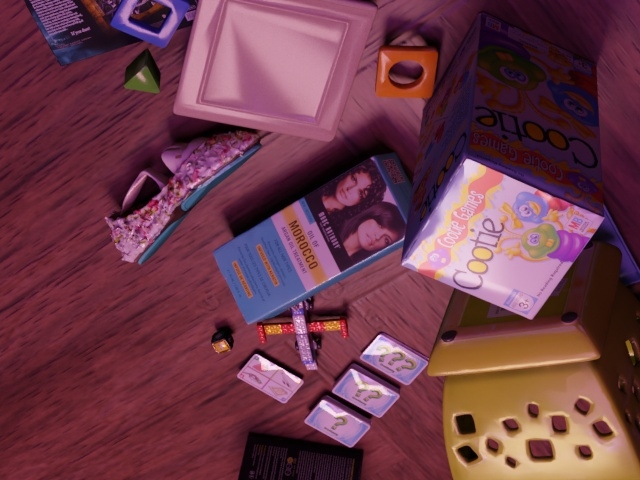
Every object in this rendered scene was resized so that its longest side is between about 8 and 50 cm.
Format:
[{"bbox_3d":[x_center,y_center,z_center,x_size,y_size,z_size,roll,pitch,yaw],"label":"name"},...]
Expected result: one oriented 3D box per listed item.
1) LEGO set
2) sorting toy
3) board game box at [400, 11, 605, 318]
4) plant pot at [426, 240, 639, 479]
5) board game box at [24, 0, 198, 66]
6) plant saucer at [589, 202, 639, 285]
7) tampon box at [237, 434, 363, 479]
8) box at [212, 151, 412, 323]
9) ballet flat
[{"bbox_3d":[-0.012,0.160,1.674,0.244,0.060,0.182,32,122,-13],"label":"LEGO set"},{"bbox_3d":[-0.049,-0.197,1.405,0.347,0.047,0.196,10,133,-12],"label":"sorting toy"},{"bbox_3d":[0.183,-0.080,1.318,0.142,0.275,0.144,23,128,-7],"label":"board game box"},{"bbox_3d":[0.250,0.135,1.495,0.227,0.228,0.207,-9,121,26],"label":"plant pot"},{"bbox_3d":[-0.222,-0.265,1.406,0.186,0.026,0.126,-13,123,19],"label":"board game box"},{"bbox_3d":[0.299,-0.018,1.508,0.067,0.018,0.192,-21,120,24],"label":"plant saucer"},{"bbox_3d":[-0.030,0.346,1.786,0.161,0.101,0.120,9,128,2],"label":"tampon box"},{"bbox_3d":[0.000,0.000,1.519,0.244,0.060,0.101,-30,83,28],"label":"box"},{"bbox_3d":[-0.167,-0.062,1.519,0.241,0.091,0.077,-42,89,29],"label":"ballet flat"}]
